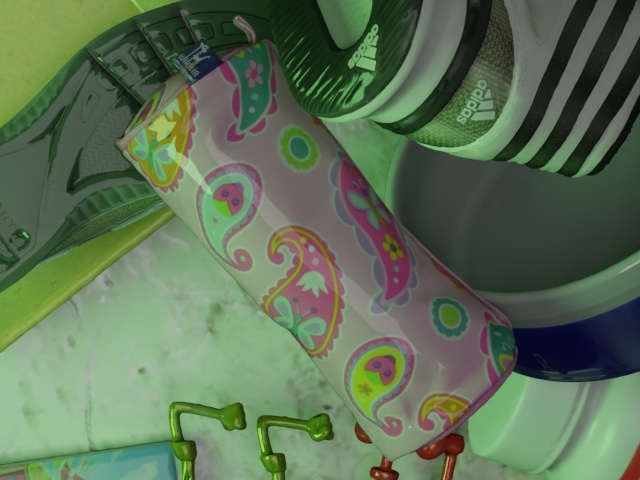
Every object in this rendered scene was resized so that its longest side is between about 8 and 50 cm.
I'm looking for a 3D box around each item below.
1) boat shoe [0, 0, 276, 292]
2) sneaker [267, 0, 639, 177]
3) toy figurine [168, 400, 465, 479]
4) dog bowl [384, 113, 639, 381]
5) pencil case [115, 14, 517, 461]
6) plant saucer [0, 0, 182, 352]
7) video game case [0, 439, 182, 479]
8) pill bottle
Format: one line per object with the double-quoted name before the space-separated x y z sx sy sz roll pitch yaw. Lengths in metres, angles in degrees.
"boat shoe" -0.151 -0.060 1.226 0.320 0.103 0.118 -36 96 -5
"sneaker" 0.084 -0.182 1.191 0.257 0.448 0.169 22 122 -27
"toy figurine" 0.058 0.238 1.284 0.362 0.217 0.191 12 94 -16
"dog bowl" 0.183 -0.038 1.254 0.265 0.265 0.104 -40 132 -1
"pencil case" 0.000 0.000 1.137 0.124 0.124 0.284 -40 94 0
"plant saucer" -0.245 -0.121 1.288 0.332 0.081 0.333 -38 100 0
"video game case" -0.185 0.267 1.359 0.193 0.023 0.212 -8 89 -6
"pill bottle" 0.264 0.139 1.344 0.283 0.161 0.161 19 95 -9
